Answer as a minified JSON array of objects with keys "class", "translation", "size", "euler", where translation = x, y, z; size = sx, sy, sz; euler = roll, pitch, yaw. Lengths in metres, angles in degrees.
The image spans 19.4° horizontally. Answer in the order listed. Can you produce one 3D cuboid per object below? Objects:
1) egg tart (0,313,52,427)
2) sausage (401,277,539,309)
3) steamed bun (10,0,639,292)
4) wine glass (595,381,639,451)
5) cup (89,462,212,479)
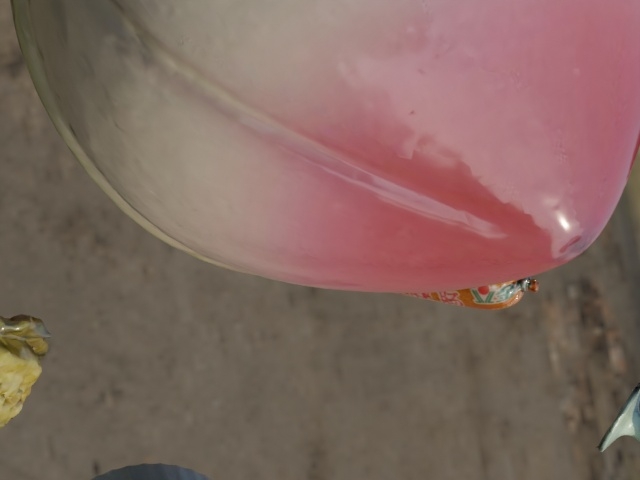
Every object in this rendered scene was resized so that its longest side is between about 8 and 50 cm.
[{"class":"egg tart","translation":[-0.255,0.054,0.836],"size":[0.279,0.279,0.095],"euler":[17,64,-75]},{"class":"sausage","translation":[0.000,0.000,1.382],"size":[0.053,0.348,0.053],"euler":[-32,128,-53]},{"class":"steamed bun","translation":[0.027,-0.099,0.844],"size":[0.309,0.309,0.309],"euler":[-11,90,-76]},{"class":"wine glass","translation":[0.296,0.174,1.439],"size":[0.073,0.155,0.073],"euler":[-51,165,-19]},{"class":"cup","translation":[-0.181,0.429,1.906],"size":[0.257,0.331,0.311],"euler":[39,11,-29]}]
